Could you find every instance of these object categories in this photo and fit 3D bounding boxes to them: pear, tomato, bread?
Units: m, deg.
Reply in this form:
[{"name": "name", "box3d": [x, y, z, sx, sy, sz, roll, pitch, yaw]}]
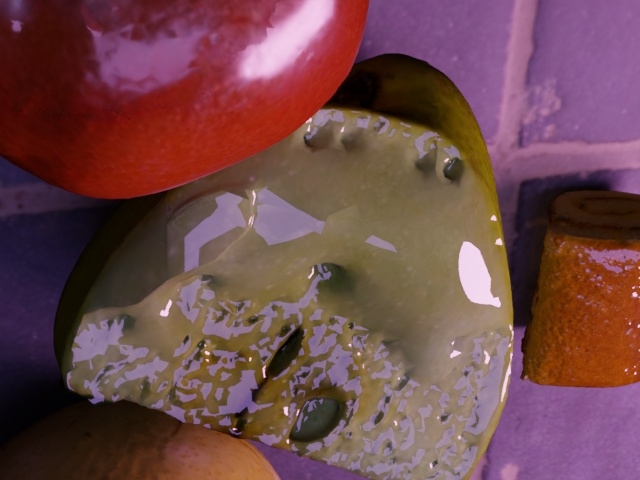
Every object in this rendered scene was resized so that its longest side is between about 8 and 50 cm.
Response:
[{"name": "pear", "box3d": [-0.173, 0.306, 1.034, 0.348, 0.348, 0.348, -7, 126, -9]}, {"name": "tomato", "box3d": [-0.130, -0.191, 0.716, 0.341, 0.341, 0.273, -20, 171, 0]}, {"name": "bread", "box3d": [0.251, 0.045, 1.086, 0.132, 0.103, 0.172, 1, 124, 0]}, {"name": "pear", "box3d": [0.000, 0.000, 0.928, 0.342, 0.238, 0.318, 21, 105, -20]}]
